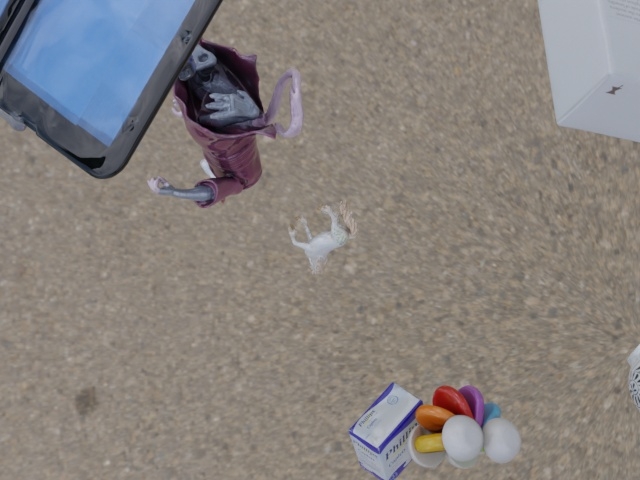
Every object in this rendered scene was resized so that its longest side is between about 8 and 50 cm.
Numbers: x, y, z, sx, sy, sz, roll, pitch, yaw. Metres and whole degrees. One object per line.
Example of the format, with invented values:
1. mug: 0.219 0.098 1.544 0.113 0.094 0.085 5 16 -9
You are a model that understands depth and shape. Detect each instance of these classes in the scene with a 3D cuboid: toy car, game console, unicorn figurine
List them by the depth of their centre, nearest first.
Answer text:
1. game console: -0.228 -0.240 0.719 0.293 0.250 0.173 -58 42 8
2. toy car: 0.240 0.314 1.515 0.159 0.182 0.136 -32 54 55
3. unicorn figurine: 0.000 0.000 1.530 0.162 0.060 0.111 -24 108 42

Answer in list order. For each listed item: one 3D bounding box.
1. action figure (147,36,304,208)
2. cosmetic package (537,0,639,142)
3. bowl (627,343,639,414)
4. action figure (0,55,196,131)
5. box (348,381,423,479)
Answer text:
1. action figure: -0.149 -0.187 1.507 0.276 0.370 0.248 0 62 4
2. cosmetic package: 0.526 -0.413 1.576 0.230 0.161 0.453 9 62 -19
3. bowl: 0.477 0.168 1.221 0.170 0.170 0.080 -48 64 9
4. action figure: -0.310 -0.320 1.068 0.179 0.330 0.341 -12 108 30
5. box: 0.128 0.351 1.608 0.072 0.137 0.126 28 61 35
